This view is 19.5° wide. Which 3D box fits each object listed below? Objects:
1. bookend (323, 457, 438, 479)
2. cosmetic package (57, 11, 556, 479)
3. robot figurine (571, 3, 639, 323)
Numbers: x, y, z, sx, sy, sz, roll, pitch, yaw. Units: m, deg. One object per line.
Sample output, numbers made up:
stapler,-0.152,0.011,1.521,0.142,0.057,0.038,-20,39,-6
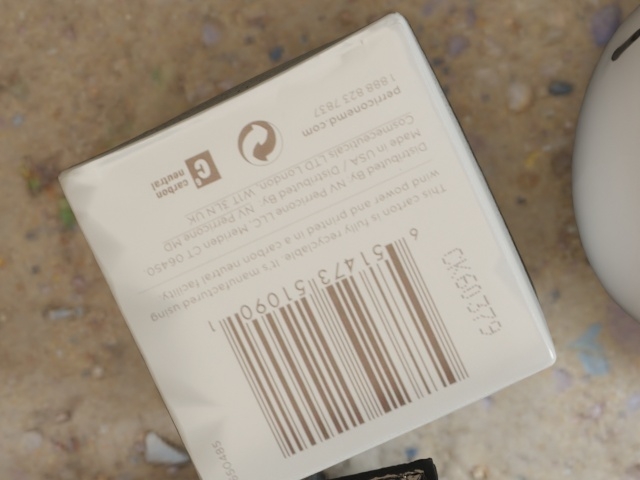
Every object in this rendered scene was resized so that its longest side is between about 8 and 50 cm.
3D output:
bookend,-0.008,0.195,0.836,0.157,0.072,0.156,-11,67,-4
cosmetic package,0.000,0.000,0.799,0.151,0.183,0.151,-25,95,5
robot figurine,0.247,-0.024,0.795,0.278,0.173,0.209,10,86,1
